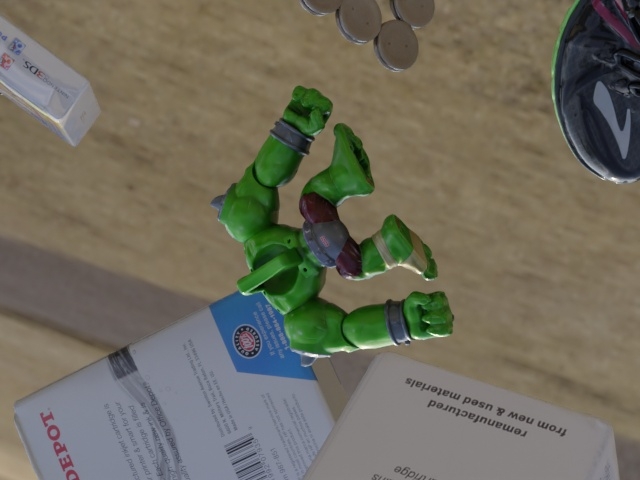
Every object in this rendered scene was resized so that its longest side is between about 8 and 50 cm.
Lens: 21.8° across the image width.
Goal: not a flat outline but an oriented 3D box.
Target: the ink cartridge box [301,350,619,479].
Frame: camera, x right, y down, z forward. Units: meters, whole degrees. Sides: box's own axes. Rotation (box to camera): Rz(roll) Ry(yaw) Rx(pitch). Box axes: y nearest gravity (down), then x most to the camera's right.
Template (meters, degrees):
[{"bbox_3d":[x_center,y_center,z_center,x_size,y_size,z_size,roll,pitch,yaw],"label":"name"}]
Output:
[{"bbox_3d":[0.025,0.217,0.679,0.115,0.273,0.198,16,146,27],"label":"ink cartridge box"}]

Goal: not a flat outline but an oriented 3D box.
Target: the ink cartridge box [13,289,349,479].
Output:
[{"bbox_3d":[-0.128,0.205,1.725,0.307,0.223,0.129,-26,170,9],"label":"ink cartridge box"}]

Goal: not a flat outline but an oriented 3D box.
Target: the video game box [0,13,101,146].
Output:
[{"bbox_3d":[-0.267,-0.155,1.343,0.187,0.048,0.205,39,175,-3],"label":"video game box"}]

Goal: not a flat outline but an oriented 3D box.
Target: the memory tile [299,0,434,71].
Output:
[{"bbox_3d":[0.024,-0.195,1.160,0.148,0.113,0.012,32,156,-28],"label":"memory tile"}]

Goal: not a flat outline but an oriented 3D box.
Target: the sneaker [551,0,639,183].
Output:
[{"bbox_3d":[0.413,-0.263,2.034,0.185,0.202,0.483,2,126,-12],"label":"sneaker"}]

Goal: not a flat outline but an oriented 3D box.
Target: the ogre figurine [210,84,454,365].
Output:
[{"bbox_3d":[0.000,0.000,1.179,0.197,0.118,0.097,55,-165,-13],"label":"ogre figurine"}]
